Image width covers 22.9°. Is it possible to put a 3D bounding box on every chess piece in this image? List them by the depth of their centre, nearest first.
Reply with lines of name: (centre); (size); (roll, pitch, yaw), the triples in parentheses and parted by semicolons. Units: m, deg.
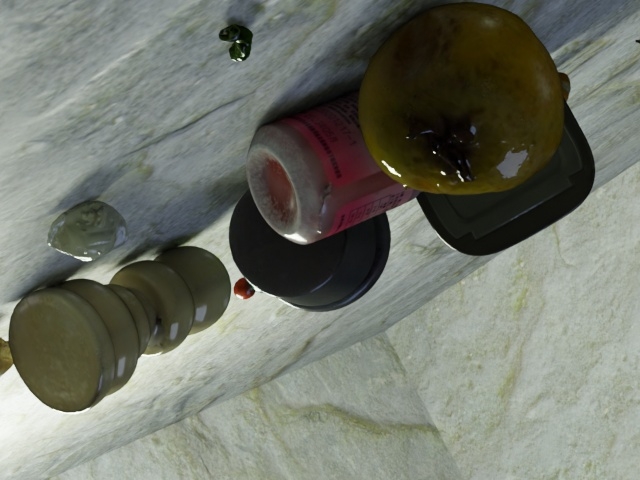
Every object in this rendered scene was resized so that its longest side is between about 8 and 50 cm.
chess piece: (-0.235, 0.090, 2.009); (0.300, 0.167, 0.167); (-29, 174, -47)

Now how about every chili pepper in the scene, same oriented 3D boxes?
chili pepper: (-0.071, -0.174, 1.374); (0.027, 0.022, 0.083); (-61, 172, -6)

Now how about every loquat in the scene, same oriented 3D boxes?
loquat: (0.140, -0.143, 1.608); (0.213, 0.213, 0.213); (-27, 171, -5)

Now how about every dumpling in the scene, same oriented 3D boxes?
dumpling: (-0.244, -0.010, 1.662); (0.057, 0.076, 0.052); (108, 1, -47)

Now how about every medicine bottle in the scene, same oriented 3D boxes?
medicine bottle: (0.048, -0.096, 1.768); (0.247, 0.147, 0.147); (-23, 170, -29)

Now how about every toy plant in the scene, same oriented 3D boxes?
toy plant: (0.007, -0.012, 2.029); (0.279, 0.185, 0.400); (-63, 170, 5)

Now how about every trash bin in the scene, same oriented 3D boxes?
trash bin: (0.239, -0.113, 2.045); (0.220, 0.219, 0.250); (-28, 178, 15)

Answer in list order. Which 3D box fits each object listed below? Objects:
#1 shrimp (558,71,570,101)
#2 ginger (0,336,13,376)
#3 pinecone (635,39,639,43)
shrimp: (0.284, -0.161, 2.224); (0.187, 0.052, 0.132); (-49, -167, -6)
ginger: (-0.509, 0.185, 1.905); (0.334, 0.081, 0.148); (-23, -175, -25)
pinecone: (0.494, -0.272, 1.917); (0.221, 0.221, 0.221); (-27, 171, -5)
